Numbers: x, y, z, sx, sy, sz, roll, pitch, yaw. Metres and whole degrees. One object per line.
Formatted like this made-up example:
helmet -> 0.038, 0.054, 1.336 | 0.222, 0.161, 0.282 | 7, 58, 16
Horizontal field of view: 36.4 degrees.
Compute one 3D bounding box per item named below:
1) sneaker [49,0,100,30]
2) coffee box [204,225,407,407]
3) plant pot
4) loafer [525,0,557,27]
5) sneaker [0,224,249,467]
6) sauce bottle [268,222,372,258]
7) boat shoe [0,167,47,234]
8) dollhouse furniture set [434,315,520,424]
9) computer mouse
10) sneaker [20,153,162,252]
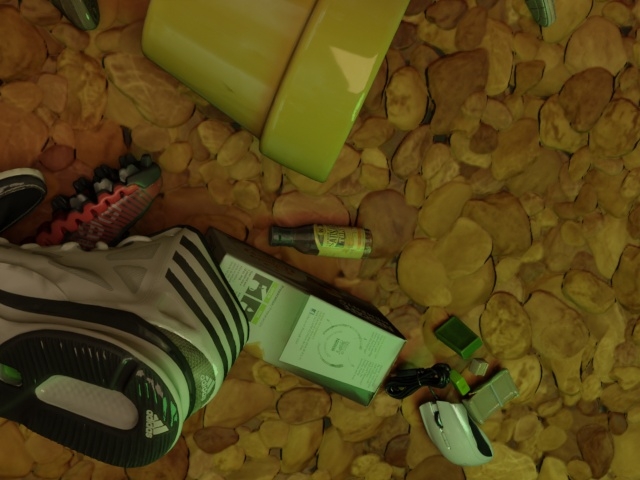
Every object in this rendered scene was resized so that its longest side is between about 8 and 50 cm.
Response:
sneaker -> -0.308, -0.306, 1.053 | 0.071, 0.066, 0.188 | -24, 104, 11
coffee box -> -0.038, 0.090, 1.171 | 0.246, 0.141, 0.098 | 27, 97, -18
plant pot -> -0.051, -0.222, 1.046 | 0.239, 0.254, 0.254 | 24, 98, -2
loafer -> 0.266, -0.324, 1.189 | 0.039, 0.045, 0.125 | -32, 107, -11
sneaker -> -0.280, 0.064, 1.004 | 0.447, 0.257, 0.169 | 19, 117, 18
sauce bottle -> 0.000, 0.000, 1.209 | 0.128, 0.042, 0.042 | 3, 104, -16
boat shoe -> -0.396, 0.005, 1.083 | 0.233, 0.084, 0.079 | -35, 65, 1
dollhouse furniture set -> 0.205, 0.175, 1.314 | 0.076, 0.058, 0.152 | -39, 129, -9
computer mouse -> 0.167, 0.243, 1.290 | 0.106, 0.042, 0.193 | -17, 118, 38
sneaker -> -0.275, 0.018, 1.119 | 0.276, 0.097, 0.135 | -40, 109, 1
